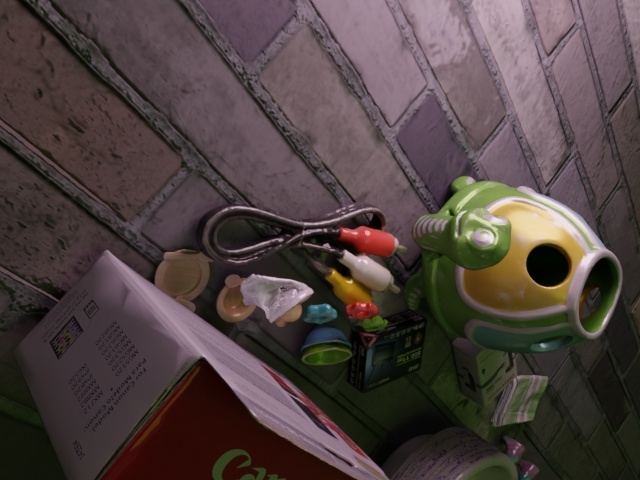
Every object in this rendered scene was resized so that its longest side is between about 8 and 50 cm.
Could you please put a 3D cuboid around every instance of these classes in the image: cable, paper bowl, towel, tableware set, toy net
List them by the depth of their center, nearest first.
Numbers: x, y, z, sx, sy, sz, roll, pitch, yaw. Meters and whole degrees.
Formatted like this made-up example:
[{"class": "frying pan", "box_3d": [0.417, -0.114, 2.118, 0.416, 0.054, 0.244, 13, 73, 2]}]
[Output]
[{"class": "tableware set", "box_3d": [-0.139, 0.092, 0.627, 0.141, 0.020, 0.168, 21, 95, -41]}, {"class": "cable", "box_3d": [0.000, 0.000, 0.661, 0.287, 0.072, 0.139, 22, 92, -43]}, {"class": "toy net", "box_3d": [-0.005, 0.096, 0.662, 0.232, 0.122, 0.045, 41, 38, -53]}, {"class": "paper bowl", "box_3d": [0.192, 0.450, 0.950, 0.284, 0.148, 0.284, -15, 116, -33]}, {"class": "towel", "box_3d": [0.421, 0.334, 1.164, 0.152, 0.023, 0.113, 11, 102, -40]}]

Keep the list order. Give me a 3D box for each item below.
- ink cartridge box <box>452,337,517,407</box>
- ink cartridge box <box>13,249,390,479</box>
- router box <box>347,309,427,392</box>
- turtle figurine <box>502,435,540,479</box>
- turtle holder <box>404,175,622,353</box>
[{"class": "ink cartridge box", "box_3d": [0.294, 0.212, 0.991, 0.099, 0.056, 0.135, -35, 126, -23]}, {"class": "ink cartridge box", "box_3d": [-0.083, 0.183, 0.515, 0.130, 0.272, 0.309, -50, 133, -9]}, {"class": "router box", "box_3d": [0.100, 0.163, 0.830, 0.123, 0.038, 0.092, -12, 116, -34]}, {"class": "turtle figurine", "box_3d": [0.351, 0.528, 1.135, 0.234, 0.118, 0.175, -43, 129, -24]}, {"class": "turtle holder", "box_3d": [0.265, 0.023, 0.766, 0.243, 0.227, 0.320, -46, 129, -21]}]
